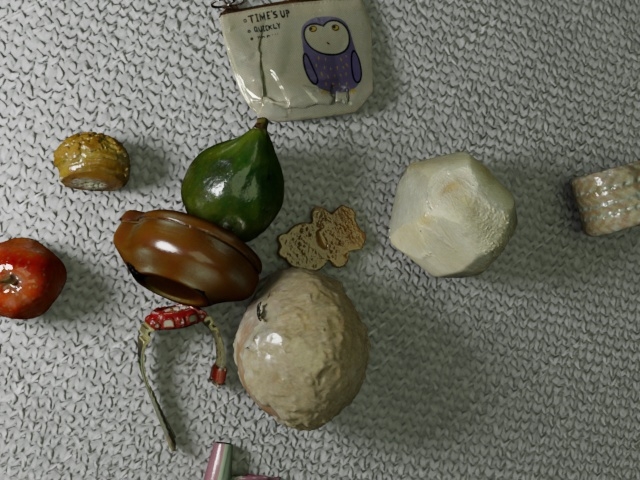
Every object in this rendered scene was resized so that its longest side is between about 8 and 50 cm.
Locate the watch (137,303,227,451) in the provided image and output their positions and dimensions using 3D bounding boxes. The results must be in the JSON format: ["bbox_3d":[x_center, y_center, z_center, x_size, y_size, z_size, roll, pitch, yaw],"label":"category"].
[{"bbox_3d":[-0.259,0.252,1.702,0.165,0.102,0.268,-20,101,-18],"label":"watch"}]

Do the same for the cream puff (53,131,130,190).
[{"bbox_3d":[-0.424,-0.150,1.646,0.144,0.126,0.103,4,71,-25],"label":"cream puff"}]

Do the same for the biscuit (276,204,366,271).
[{"bbox_3d":[0.005,0.003,1.814,0.184,0.027,0.133,-38,99,-13],"label":"biscuit"}]

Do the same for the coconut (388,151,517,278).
[{"bbox_3d":[0.255,-0.057,1.787,0.247,0.245,0.245,37,78,-11],"label":"coconut"}]

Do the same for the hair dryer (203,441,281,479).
[{"bbox_3d":[-0.152,0.462,1.746,0.154,0.054,0.106,19,78,-25],"label":"hair dryer"}]

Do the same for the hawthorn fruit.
[{"bbox_3d":[-0.533,0.068,1.562,0.163,0.203,0.162,0,91,-17],"label":"hawthorn fruit"}]

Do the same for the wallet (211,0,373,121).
[{"bbox_3d":[-0.039,-0.380,1.797,0.335,0.068,0.274,-11,88,-18],"label":"wallet"}]

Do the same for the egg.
[{"bbox_3d":[-0.035,0.203,1.679,0.279,0.279,0.310,12,72,-16],"label":"egg"}]

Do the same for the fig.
[{"bbox_3d":[-0.156,-0.118,1.671,0.195,0.195,0.245,12,127,-16],"label":"fig"}]

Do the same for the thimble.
[{"bbox_3d":[0.666,-0.101,1.925,0.229,0.196,0.148,-16,91,-15],"label":"thimble"}]

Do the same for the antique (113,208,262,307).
[{"bbox_3d":[-0.250,0.036,1.630,0.278,0.223,0.129,17,68,13],"label":"antique"}]
